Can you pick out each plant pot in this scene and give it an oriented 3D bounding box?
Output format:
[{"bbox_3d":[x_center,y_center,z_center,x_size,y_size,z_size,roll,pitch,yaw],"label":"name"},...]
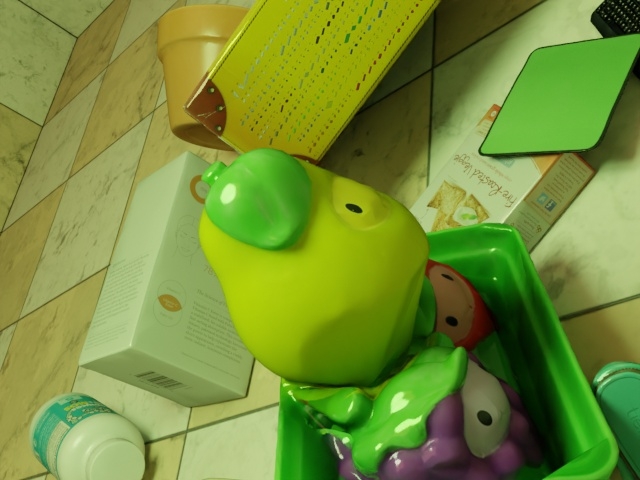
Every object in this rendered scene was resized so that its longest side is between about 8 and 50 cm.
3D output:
[{"bbox_3d":[-0.174,-0.290,1.479,0.291,0.291,0.203,-5,76,52],"label":"plant pot"}]

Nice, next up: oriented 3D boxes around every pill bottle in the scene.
[{"bbox_3d":[-0.397,0.358,1.348,0.264,0.146,0.146,6,69,54],"label":"pill bottle"}]

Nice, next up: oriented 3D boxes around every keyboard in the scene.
[{"bbox_3d":[0.380,-0.256,0.906,0.100,0.038,0.192,-42,37,24],"label":"keyboard"}]

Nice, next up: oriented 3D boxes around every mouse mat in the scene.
[{"bbox_3d":[0.279,-0.168,0.904,0.153,0.007,0.189,4,55,46],"label":"mouse mat"}]

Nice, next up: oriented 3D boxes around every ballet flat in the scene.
[{"bbox_3d":[0.286,0.205,0.596,0.083,0.087,0.247,-29,76,23],"label":"ballet flat"}]

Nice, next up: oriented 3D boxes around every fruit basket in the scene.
[{"bbox_3d":[0.063,0.071,0.673,0.283,0.392,0.392,-10,47,5],"label":"fruit basket"}]

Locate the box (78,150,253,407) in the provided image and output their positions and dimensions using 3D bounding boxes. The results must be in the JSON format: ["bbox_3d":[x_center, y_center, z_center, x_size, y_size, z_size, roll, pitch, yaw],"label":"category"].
[{"bbox_3d":[-0.215,0.068,1.275,0.168,0.215,0.345,-21,48,44],"label":"box"}]

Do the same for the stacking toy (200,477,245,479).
[{"bbox_3d":[-0.108,0.455,0.908,0.141,0.141,0.330,-18,55,46],"label":"stacking toy"}]

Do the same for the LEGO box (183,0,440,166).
[{"bbox_3d":[0.043,-0.338,1.152,0.500,0.193,0.372,-53,5,10],"label":"LEGO box"}]

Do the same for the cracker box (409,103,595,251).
[{"bbox_3d":[0.195,-0.036,0.948,0.232,0.067,0.155,-53,33,10],"label":"cracker box"}]
